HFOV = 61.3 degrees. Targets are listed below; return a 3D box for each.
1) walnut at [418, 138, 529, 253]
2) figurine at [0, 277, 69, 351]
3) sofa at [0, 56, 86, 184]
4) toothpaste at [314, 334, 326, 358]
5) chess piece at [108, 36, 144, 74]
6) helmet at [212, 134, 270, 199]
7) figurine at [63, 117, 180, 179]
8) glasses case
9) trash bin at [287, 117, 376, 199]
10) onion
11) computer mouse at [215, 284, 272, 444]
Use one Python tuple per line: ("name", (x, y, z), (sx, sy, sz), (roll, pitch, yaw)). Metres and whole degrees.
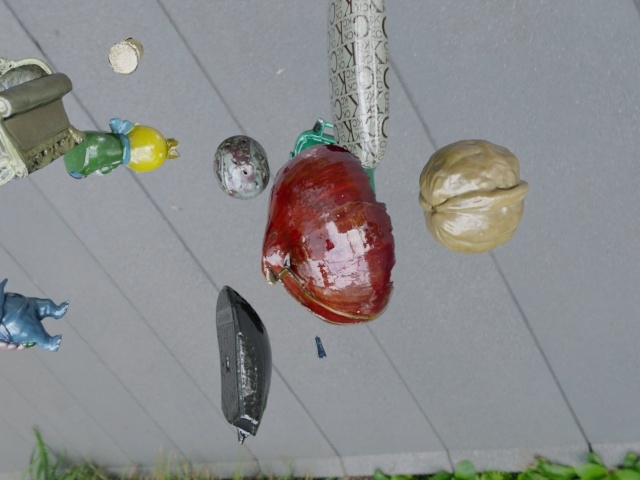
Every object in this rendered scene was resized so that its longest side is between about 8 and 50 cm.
("walnut", (0.389, -0.113, 1.386), (0.284, 0.285, 0.297), (-4, 108, 29))
("figurine", (-0.387, 0.070, 0.625), (0.178, 0.114, 0.144), (18, 130, -29))
("sofa", (-0.554, -0.192, 0.877), (0.258, 0.200, 0.182), (-13, 116, 12))
("toothpaste", (-0.004, 0.297, 1.508), (0.027, 0.083, 0.019), (-1, 127, -15))
("chess piece", (-0.394, -0.384, 1.107), (0.060, 0.172, 0.060), (-5, 117, -10))
("helmet", (-0.207, -0.182, 1.455), (0.152, 0.107, 0.177), (-17, 126, -8))
("figurine", (-0.469, -0.206, 1.284), (0.185, 0.234, 0.128), (-26, 87, 45))
("glasses case", (0.065, -0.305, 0.961), (0.085, 0.137, 0.355), (-7, 102, -18))
("trash bin", (0.038, -0.111, 1.476), (0.258, 0.381, 0.295), (13, 129, -18))
("onion", (0.009, -0.006, 0.685), (0.161, 0.248, 0.248), (4, 128, -3))
("computer mouse", (-0.124, 0.208, 0.925), (0.088, 0.265, 0.147), (1, 170, -22))
